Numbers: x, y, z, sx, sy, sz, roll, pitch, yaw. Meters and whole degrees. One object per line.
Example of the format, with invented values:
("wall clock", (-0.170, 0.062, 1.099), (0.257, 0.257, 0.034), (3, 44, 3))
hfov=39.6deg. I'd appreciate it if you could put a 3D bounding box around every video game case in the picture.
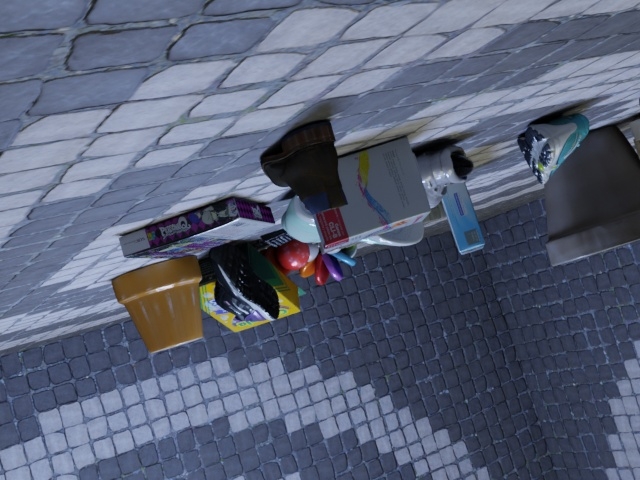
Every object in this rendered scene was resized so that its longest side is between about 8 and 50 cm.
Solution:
("video game case", (-0.206, -0.016, 1.538), (0.210, 0.042, 0.232), (-19, 175, 11))

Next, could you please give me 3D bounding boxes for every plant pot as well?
("plant pot", (0.679, -0.118, 2.167), (0.323, 0.281, 0.323), (-17, 175, -1))
("plant pot", (-0.358, 0.154, 2.059), (0.205, 0.188, 0.205), (-18, 175, -2))

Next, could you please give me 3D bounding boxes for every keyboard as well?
("keyboard", (-0.110, -0.002, 2.179), (0.108, 0.023, 0.180), (-18, 174, 3))

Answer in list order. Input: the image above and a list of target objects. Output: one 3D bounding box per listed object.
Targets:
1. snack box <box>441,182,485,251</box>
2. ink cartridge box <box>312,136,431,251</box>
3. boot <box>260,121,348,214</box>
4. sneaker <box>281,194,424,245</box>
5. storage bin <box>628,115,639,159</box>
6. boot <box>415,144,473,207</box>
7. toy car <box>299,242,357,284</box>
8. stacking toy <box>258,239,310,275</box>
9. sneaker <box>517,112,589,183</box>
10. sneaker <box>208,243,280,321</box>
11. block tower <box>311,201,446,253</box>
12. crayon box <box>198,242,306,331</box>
("snack box", (0.306, -0.066, 1.958), (0.060, 0.187, 0.322), (-18, 176, 9))
("ink cartridge box", (0.070, -0.071, 1.409), (0.176, 0.128, 0.128), (-18, 175, -2))
("boot", (-0.023, -0.073, 1.163), (0.082, 0.106, 0.219), (-16, 175, -15))
("sneaker", (0.054, -0.036, 1.636), (0.255, 0.094, 0.151), (12, 162, -17))
("storage bin", (0.895, -0.279, 2.052), (0.260, 0.123, 0.262), (-14, 174, -43))
("boot", (0.223, -0.116, 1.624), (0.123, 0.095, 0.258), (-12, 177, 22))
("toy car", (0.018, 0.048, 2.405), (0.181, 0.136, 0.159), (-19, 161, 15))
("stacking toy", (-0.155, 0.074, 2.377), (0.330, 0.141, 0.141), (-30, 169, 37))
("sneaker", (0.460, -0.183, 1.741), (0.109, 0.107, 0.275), (-27, 175, 1))
("sneaker", (-0.209, 0.115, 2.070), (0.124, 0.107, 0.283), (-13, 141, 20))
("block tower", (0.133, -0.052, 2.087), (0.335, 0.091, 0.097), (-14, 175, -29))
("crayon box", (-0.190, 0.136, 2.273), (0.203, 0.083, 0.323), (-19, 148, 18))
